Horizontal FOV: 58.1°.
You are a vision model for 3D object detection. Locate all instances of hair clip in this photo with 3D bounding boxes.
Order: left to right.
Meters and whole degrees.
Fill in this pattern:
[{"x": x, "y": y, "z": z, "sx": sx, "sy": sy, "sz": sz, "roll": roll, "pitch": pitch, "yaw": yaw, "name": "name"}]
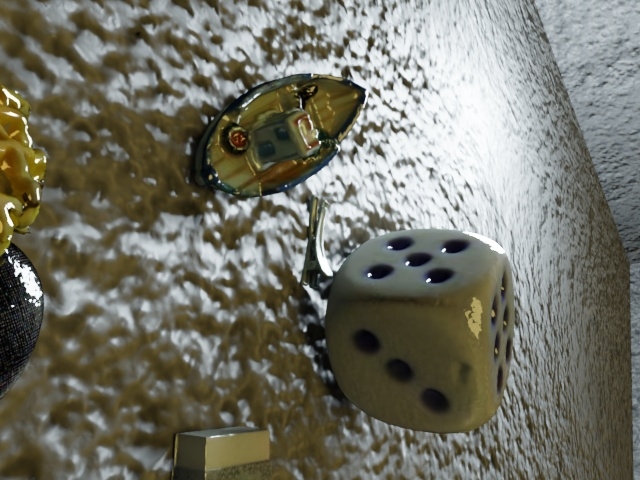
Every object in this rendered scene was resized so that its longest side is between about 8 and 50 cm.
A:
[{"x": 0.001, "y": 0.000, "z": 0.710, "sx": 0.030, "sy": 0.039, "sz": 0.115, "roll": 27, "pitch": 60, "yaw": -51, "name": "hair clip"}]

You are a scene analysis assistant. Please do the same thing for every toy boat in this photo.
[{"x": -0.027, "y": -0.123, "z": 0.631, "sx": 0.262, "sy": 0.115, "sz": 0.114, "roll": -45, "pitch": 118, "yaw": -49, "name": "toy boat"}]

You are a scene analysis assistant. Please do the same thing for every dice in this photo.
[{"x": 0.127, "y": 0.103, "z": 0.704, "sx": 0.194, "sy": 0.192, "sz": 0.193, "roll": -45, "pitch": 132, "yaw": -54, "name": "dice"}]

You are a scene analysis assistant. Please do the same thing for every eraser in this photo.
[{"x": -0.090, "y": 0.281, "z": 0.516, "sx": 0.092, "sy": 0.046, "sz": 0.212, "roll": 15, "pitch": 71, "yaw": -51, "name": "eraser"}]

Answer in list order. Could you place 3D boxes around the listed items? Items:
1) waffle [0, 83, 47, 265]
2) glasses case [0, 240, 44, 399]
[{"x": -0.250, "y": -0.087, "z": 0.282, "sx": 0.254, "sy": 0.052, "sz": 0.245, "roll": 41, "pitch": 17, "yaw": -35, "name": "waffle"}, {"x": -0.289, "y": -0.003, "z": 0.274, "sx": 0.321, "sy": 0.082, "sz": 0.122, "roll": 40, "pitch": 49, "yaw": -42, "name": "glasses case"}]
